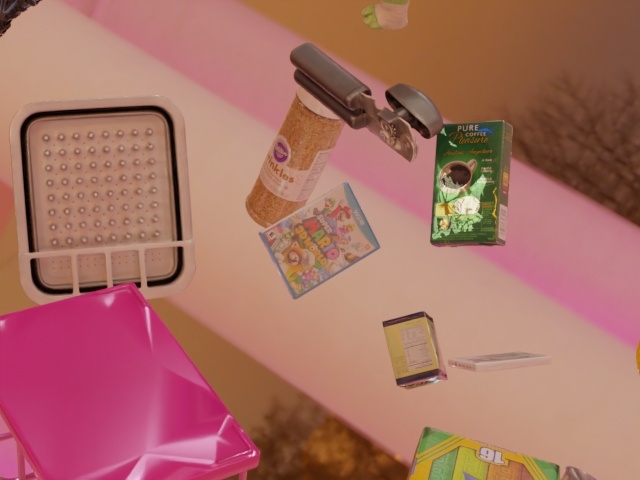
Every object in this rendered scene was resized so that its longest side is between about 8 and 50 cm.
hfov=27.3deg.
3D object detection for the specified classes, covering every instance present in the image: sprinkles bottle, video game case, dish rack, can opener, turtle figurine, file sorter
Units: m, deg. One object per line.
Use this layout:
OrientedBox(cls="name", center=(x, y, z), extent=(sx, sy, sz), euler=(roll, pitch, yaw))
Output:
OrientedBox(cls="sprinkles bottle", center=(-0.037, -0.180, 2.599), extent=(0.121, 0.121, 0.355), euler=(-40, -18, -50))
OrientedBox(cls="video game case", center=(0.000, 0.000, 2.045), extent=(0.166, 0.119, 0.015), euler=(-31, 10, -19))
OrientedBox(cls="dish rack", center=(-0.357, -0.067, 2.162), extent=(0.072, 0.285, 0.333), euler=(-157, 63, -76))
OrientedBox(cls="can opener", center=(0.069, -0.214, 1.944), extent=(0.095, 0.283, 0.076), euler=(-32, -40, -18))
OrientedBox(cls="video game case", center=(0.343, 0.232, 2.533), extent=(0.143, 0.157, 0.019), euler=(177, 89, -74))
OrientedBox(cls="turtle figurine", center=(0.071, -0.444, 1.905), extent=(0.274, 0.198, 0.266), euler=(-31, -27, -27))
OrientedBox(cls="file sorter", center=(-0.229, 0.219, 1.376), extent=(0.202, 0.291, 0.182), euler=(-15, -48, -30))

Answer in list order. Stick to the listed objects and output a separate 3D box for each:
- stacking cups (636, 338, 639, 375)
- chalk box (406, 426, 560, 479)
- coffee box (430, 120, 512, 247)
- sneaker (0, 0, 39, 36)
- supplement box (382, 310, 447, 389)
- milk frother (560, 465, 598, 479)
OrientedBox(cls="stacking cups", center=(0.447, 0.094, 1.416), extent=(0.316, 0.096, 0.096), euler=(-16, -42, -51))
OrientedBox(cls="chalk box", center=(0.120, 0.273, 1.111), extent=(0.213, 0.132, 0.132), euler=(-60, -14, -69))
OrientedBox(cls="coffee box", center=(0.223, -0.083, 1.945), extent=(0.040, 0.113, 0.184), euler=(17, -107, -57))
OrientedBox(cls="sneaker", center=(-0.525, -0.402, 2.172), extent=(0.125, 0.139, 0.341), euler=(-112, 45, -71))
OrientedBox(cls="supplement box", center=(0.120, 0.140, 1.667), extent=(0.056, 0.083, 0.083), euler=(-15, -13, 10))
OrientedBox(cls="milk frother", center=(0.375, 0.410, 1.855), extent=(0.143, 0.129, 0.135), euler=(15, -71, -53))
